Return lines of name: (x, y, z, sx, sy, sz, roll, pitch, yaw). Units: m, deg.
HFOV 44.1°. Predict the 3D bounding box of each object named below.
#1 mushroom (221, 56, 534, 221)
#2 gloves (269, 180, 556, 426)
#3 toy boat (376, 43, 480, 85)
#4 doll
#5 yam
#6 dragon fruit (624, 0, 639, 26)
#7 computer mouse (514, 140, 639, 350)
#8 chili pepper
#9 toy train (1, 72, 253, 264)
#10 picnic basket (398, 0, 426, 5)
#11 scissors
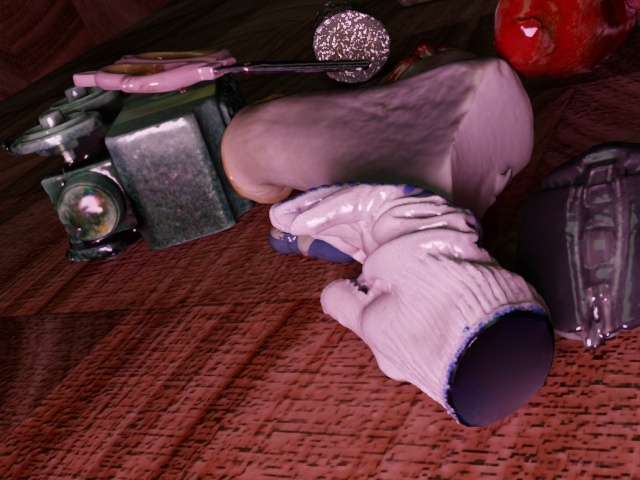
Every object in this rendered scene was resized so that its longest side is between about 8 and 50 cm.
mushroom: (0.024, -0.076, 0.658, 0.159, 0.122, 0.329, -20, 18, -38)
gloves: (0.045, 0.023, 0.477, 0.097, 0.119, 0.229, -8, 29, -36)
toy boat: (0.109, -0.148, 0.784, 0.185, 0.089, 0.071, -27, 5, -31)
doll: (0.000, 0.000, 0.645, 0.037, 0.027, 0.125, -33, 25, -33)
yam: (0.036, -0.285, 1.108, 0.107, 0.107, 0.183, -21, 22, 7)
dragon fruit: (0.383, -0.257, 0.518, 0.263, 0.314, 0.296, 17, -6, -2)
computer mouse: (0.174, -0.014, 0.473, 0.106, 0.062, 0.192, -10, 27, 30)
chili pepper: (0.203, -0.203, 0.657, 0.144, 0.136, 0.253, -38, 0, 30)
toy train: (-0.191, -0.098, 0.865, 0.238, 0.167, 0.299, -17, 26, 2)
picnic basket: (0.214, -0.500, 1.336, 0.154, 0.134, 0.196, 7, 39, 43)
scissors: (-0.098, -0.174, 0.807, 0.317, 0.024, 0.160, 5, 25, 24)
